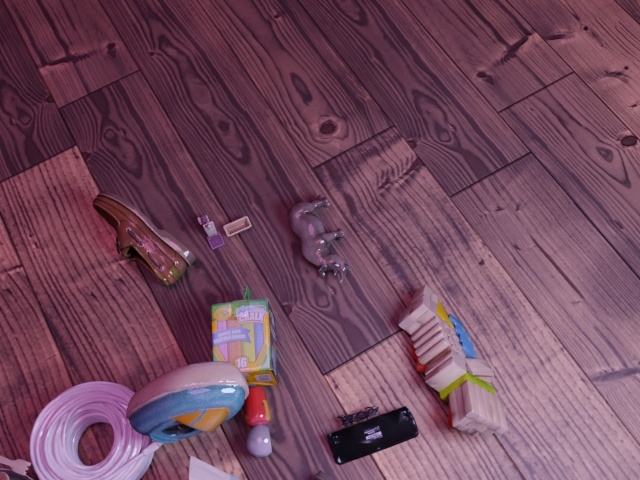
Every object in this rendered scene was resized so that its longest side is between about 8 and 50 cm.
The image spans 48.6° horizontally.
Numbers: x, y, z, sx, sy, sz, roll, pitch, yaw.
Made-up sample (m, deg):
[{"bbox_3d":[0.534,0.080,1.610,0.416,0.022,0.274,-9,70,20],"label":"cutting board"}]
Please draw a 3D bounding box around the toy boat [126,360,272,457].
[{"bbox_3d":[-0.213,0.354,1.444,0.268,0.318,0.148,-31,54,30],"label":"toy boat"}]

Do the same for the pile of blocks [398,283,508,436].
[{"bbox_3d":[0.277,0.275,1.554,0.112,0.149,0.362,-44,50,30],"label":"pile of blocks"}]

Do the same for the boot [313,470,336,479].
[{"bbox_3d":[-0.011,0.577,1.402,0.208,0.076,0.190,-46,26,-23],"label":"boot"}]

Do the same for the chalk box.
[{"bbox_3d":[-0.170,0.210,1.584,0.132,0.132,0.212,-7,64,1],"label":"chalk box"}]

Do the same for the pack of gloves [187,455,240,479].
[{"bbox_3d":[-0.163,0.530,1.366,0.232,0.195,0.046,30,99,-16],"label":"pack of gloves"}]

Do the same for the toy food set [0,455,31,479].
[{"bbox_3d":[-0.677,0.518,1.412,0.133,0.038,0.191,14,67,10],"label":"toy food set"}]

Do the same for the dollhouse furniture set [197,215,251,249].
[{"bbox_3d":[-0.238,-0.051,1.736,0.114,0.081,0.091,-24,66,-8],"label":"dollhouse furniture set"}]

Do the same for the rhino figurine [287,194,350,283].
[{"bbox_3d":[0.000,0.000,1.703,0.106,0.073,0.243,-20,67,-10],"label":"rhino figurine"}]

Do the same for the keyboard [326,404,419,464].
[{"bbox_3d":[0.109,0.406,1.535,0.192,0.038,0.100,-18,88,-6],"label":"keyboard"}]

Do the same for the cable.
[{"bbox_3d":[-0.485,0.431,1.526,0.257,0.089,0.257,40,74,20],"label":"cable"}]

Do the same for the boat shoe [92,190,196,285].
[{"bbox_3d":[-0.451,-0.008,1.714,0.307,0.110,0.104,33,70,17],"label":"boat shoe"}]

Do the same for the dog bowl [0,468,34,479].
[{"bbox_3d":[-0.661,0.645,1.430,0.349,0.102,0.348,-1,64,3],"label":"dog bowl"}]
